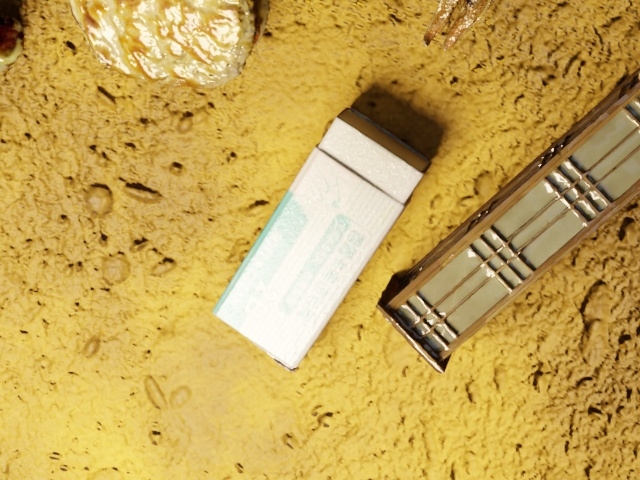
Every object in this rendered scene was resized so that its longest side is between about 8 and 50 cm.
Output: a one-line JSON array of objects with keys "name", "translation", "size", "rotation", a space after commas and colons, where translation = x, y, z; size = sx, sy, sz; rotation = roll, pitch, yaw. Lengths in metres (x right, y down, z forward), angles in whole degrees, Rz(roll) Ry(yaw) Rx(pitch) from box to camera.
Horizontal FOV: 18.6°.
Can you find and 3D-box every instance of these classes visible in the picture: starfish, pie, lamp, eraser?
[{"name": "starfish", "translation": [0.140, -0.228, 1.653], "size": [0.130, 0.041, 0.133], "rotation": [-6, 105, 12]}, {"name": "pie", "translation": [-0.132, -0.226, 1.685], "size": [0.179, 0.084, 0.205], "rotation": [-11, 108, 31]}, {"name": "lamp", "translation": [0.194, -0.025, 1.678], "size": [0.090, 0.089, 0.325], "rotation": [46, 110, -4]}, {"name": "eraser", "translation": [0.000, 0.000, 1.744], "size": [0.095, 0.052, 0.225], "rotation": [34, 111, 3]}]

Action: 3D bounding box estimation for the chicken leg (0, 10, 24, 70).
[{"name": "chicken leg", "translation": [-0.433, -0.270, 1.708], "size": [0.211, 0.140, 0.361], "rotation": [-29, 95, 10]}]
